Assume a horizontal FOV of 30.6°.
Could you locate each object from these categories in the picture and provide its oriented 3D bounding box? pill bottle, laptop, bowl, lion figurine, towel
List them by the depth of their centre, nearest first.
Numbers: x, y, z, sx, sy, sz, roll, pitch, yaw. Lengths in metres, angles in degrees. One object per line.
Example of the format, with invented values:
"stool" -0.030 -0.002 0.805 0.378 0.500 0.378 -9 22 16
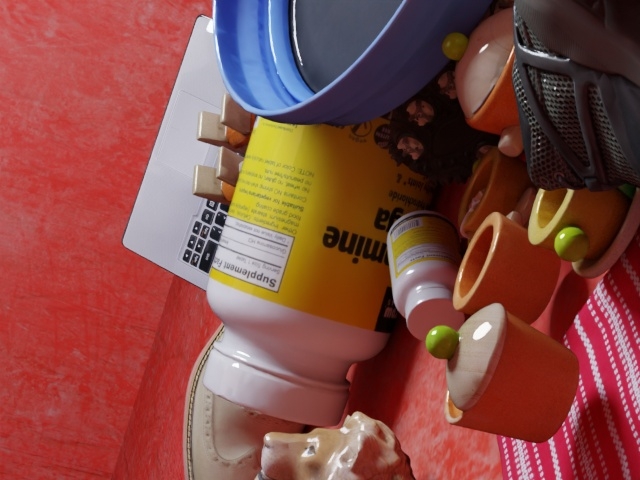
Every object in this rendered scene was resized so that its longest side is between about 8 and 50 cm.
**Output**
"towel" 0.173 0.093 0.664 0.199 0.031 0.275 -89 20 -51
"lion figurine" 0.033 0.291 0.816 0.240 0.142 0.392 -51 30 2
"bowl" 0.038 -0.277 0.950 0.391 0.077 0.391 -32 50 49
"pill bottle" 0.091 0.031 0.991 0.116 0.065 0.065 -91 22 -54
"pill bottle" 0.000 0.000 1.135 0.188 0.187 0.334 -158 85 -77
"laptop" -0.115 -0.064 1.606 0.236 0.407 0.382 -17 -49 -65

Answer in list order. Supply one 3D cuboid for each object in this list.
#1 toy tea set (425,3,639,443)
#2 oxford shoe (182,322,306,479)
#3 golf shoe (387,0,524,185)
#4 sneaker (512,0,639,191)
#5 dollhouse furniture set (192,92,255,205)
"toy tea set" 0.114 -0.027 0.765 0.336 0.124 0.200 -79 13 -58
"oxford shoe" -0.055 0.143 1.305 0.146 0.140 0.397 -155 79 -69
"golf shoe" 0.152 -0.153 0.950 0.273 0.105 0.120 -53 8 42
"sneaker" 0.178 -0.049 0.595 0.227 0.087 0.130 49 161 26
"dollhouse furniture set" -0.021 -0.176 1.395 0.262 0.135 0.259 -27 53 47
